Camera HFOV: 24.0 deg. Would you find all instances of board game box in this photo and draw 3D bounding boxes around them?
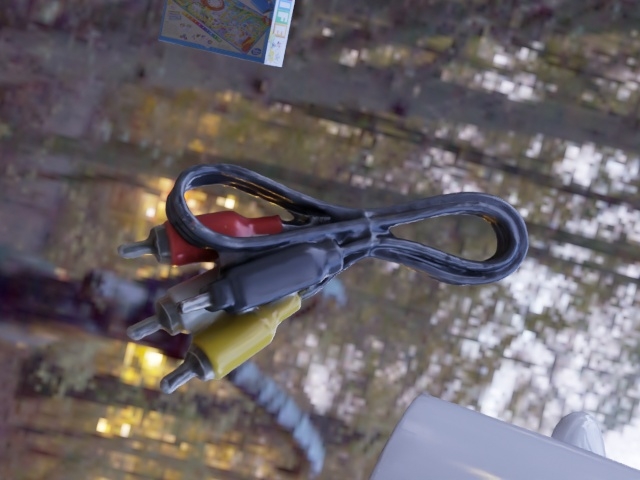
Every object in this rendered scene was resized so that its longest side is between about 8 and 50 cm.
[{"bbox_3d":[-0.091,-0.235,1.482,0.154,0.026,0.103,18,-79,40],"label":"board game box"}]

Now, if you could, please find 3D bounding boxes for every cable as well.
[{"bbox_3d":[0.000,0.000,1.036,0.072,0.287,0.140,-22,-95,65],"label":"cable"}]

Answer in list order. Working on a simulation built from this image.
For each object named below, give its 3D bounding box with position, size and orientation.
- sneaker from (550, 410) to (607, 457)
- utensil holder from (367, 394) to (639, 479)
[{"bbox_3d":[0.268,0.267,1.409,0.094,0.080,0.212,0,-83,50],"label":"sneaker"},{"bbox_3d":[0.206,0.327,1.200,0.327,0.385,0.328,21,90,-78],"label":"utensil holder"}]
